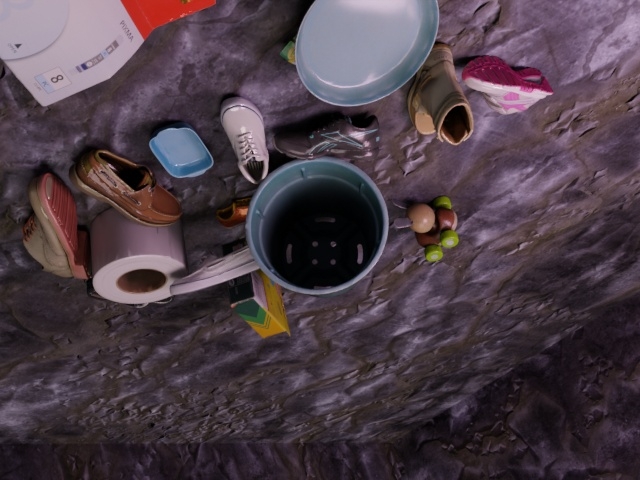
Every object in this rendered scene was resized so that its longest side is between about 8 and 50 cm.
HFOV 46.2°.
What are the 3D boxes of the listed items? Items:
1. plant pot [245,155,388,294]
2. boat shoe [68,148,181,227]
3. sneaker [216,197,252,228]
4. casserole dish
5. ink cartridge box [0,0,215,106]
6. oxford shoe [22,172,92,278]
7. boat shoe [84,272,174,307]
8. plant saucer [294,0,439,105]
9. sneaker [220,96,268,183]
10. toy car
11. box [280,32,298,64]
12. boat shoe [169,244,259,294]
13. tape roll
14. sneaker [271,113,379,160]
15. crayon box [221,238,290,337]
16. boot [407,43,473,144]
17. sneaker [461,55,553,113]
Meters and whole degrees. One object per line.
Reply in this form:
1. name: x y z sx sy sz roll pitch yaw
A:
1. plant pot: 0.000 0.000 1.937 0.341 0.341 0.334 -14 165 0
2. boat shoe: -0.438 -0.121 1.788 0.104 0.110 0.307 -32 144 29
3. sneaker: -0.196 -0.083 1.992 0.175 0.064 0.067 -24 137 11
4. casserole dish: -0.325 -0.215 1.755 0.114 0.037 0.188 -18 148 7
5. ink cartridge box: -0.398 -0.424 1.307 0.385 0.091 0.308 -22 149 1
6. oxford shoe: -0.669 -0.018 1.841 0.147 0.140 0.397 -1 145 -4
7. boat shoe: -0.554 0.153 2.195 0.303 0.091 0.114 17 137 -40
8. plant saucer: 0.090 -0.419 1.531 0.318 0.043 0.317 -16 138 -15
9. sneaker: -0.164 -0.227 1.744 0.094 0.091 0.258 -16 149 4
10. toy car: 0.283 -0.052 2.156 0.189 0.155 0.149 16 138 -25
11. box: 0.008 -0.400 1.586 0.179 0.043 0.105 14 139 -41
12. boat shoe: -0.270 0.070 1.930 0.258 0.084 0.095 -19 178 -12
13. tape roll: -0.476 0.037 1.969 0.246 0.169 0.246 -10 149 -6
14. sneaker: 0.016 -0.255 1.797 0.268 0.101 0.106 -2 124 -17
15. crayon box: -0.189 0.159 2.244 0.081 0.202 0.318 -19 148 9
16. boot: 0.275 -0.286 1.714 0.095 0.203 0.262 -8 147 -9
17. sneaker: 0.426 -0.352 1.770 0.252 0.102 0.111 7 141 -30
